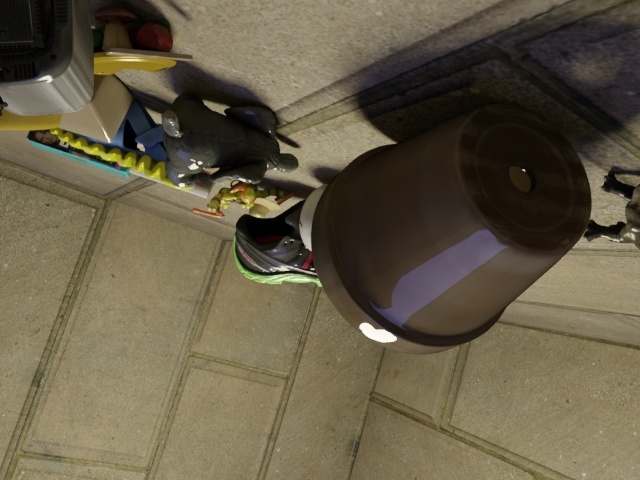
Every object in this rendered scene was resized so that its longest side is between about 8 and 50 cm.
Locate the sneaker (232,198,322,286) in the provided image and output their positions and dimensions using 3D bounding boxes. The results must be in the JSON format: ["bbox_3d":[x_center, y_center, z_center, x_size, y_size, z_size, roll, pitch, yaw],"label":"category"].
[{"bbox_3d":[0.000,0.000,1.391,0.482,0.185,0.202,-4,127,8],"label":"sneaker"}]

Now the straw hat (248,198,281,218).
[{"bbox_3d":[-0.195,-0.092,1.710,0.144,0.061,0.144,16,171,2],"label":"straw hat"}]

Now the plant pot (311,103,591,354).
[{"bbox_3d":[0.181,-0.030,0.733,0.322,0.324,0.280,19,154,-13],"label":"plant pot"}]

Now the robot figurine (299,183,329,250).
[{"bbox_3d":[0.090,-0.023,1.215,0.278,0.174,0.209,15,169,7],"label":"robot figurine"}]

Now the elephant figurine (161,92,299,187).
[{"bbox_3d":[-0.141,-0.167,0.950,0.239,0.186,0.170,8,130,-9],"label":"elephant figurine"}]

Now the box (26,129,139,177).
[{"bbox_3d":[-0.582,-0.246,1.360,0.244,0.101,0.060,18,170,-10],"label":"box"}]

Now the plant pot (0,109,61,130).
[{"bbox_3d":[-0.504,-0.263,0.818,0.212,0.212,0.187,12,-177,28],"label":"plant pot"}]

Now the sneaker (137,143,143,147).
[{"bbox_3d":[-0.443,-0.248,1.178,0.152,0.061,0.054,23,-157,-17],"label":"sneaker"}]

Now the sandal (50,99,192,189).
[{"bbox_3d":[-0.383,-0.216,1.086,0.317,0.138,0.126,20,-172,-9],"label":"sandal"}]

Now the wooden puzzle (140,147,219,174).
[{"bbox_3d":[-0.290,-0.203,1.288,0.238,0.044,0.221,8,168,26],"label":"wooden puzzle"}]

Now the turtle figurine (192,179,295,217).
[{"bbox_3d":[-0.217,-0.118,1.446,0.269,0.087,0.217,-14,-173,-19],"label":"turtle figurine"}]

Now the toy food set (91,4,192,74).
[{"bbox_3d":[-0.264,-0.271,0.740,0.128,0.071,0.217,-10,-167,-37],"label":"toy food set"}]

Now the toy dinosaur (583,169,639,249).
[{"bbox_3d":[0.467,-0.017,0.727,0.313,0.121,0.160,29,180,-36],"label":"toy dinosaur"}]

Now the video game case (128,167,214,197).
[{"bbox_3d":[-0.381,-0.175,1.443,0.201,0.023,0.183,19,-163,-9],"label":"video game case"}]

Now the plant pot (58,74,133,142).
[{"bbox_3d":[-0.417,-0.258,0.981,0.108,0.109,0.096,17,159,2],"label":"plant pot"}]

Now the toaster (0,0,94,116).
[{"bbox_3d":[-0.316,-0.228,0.585,0.129,0.227,0.146,-8,177,-9],"label":"toaster"}]

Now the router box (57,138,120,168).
[{"bbox_3d":[-0.506,-0.233,1.227,0.133,0.046,0.179,22,-161,-28],"label":"router box"}]
